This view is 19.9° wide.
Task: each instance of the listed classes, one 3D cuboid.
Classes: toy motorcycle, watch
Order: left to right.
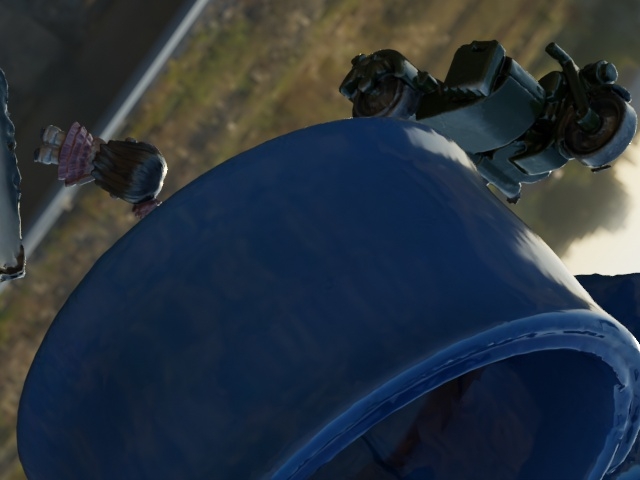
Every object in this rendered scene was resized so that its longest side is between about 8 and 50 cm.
[{"bbox_3d":[0.042,0.074,0.784,0.305,0.241,0.274,-35,146,-11],"label":"watch"},{"bbox_3d":[0.161,-0.133,1.786,0.275,0.205,0.127,-15,-130,41],"label":"toy motorcycle"}]

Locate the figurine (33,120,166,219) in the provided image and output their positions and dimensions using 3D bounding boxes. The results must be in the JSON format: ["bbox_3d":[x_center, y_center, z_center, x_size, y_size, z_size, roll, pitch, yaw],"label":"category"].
[{"bbox_3d":[-0.208,-0.069,1.734,0.054,0.129,0.072,167,-60,-90],"label":"figurine"}]

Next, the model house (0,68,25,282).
[{"bbox_3d":[-0.339,-0.038,1.394,0.172,0.183,0.166,-13,177,22],"label":"model house"}]
